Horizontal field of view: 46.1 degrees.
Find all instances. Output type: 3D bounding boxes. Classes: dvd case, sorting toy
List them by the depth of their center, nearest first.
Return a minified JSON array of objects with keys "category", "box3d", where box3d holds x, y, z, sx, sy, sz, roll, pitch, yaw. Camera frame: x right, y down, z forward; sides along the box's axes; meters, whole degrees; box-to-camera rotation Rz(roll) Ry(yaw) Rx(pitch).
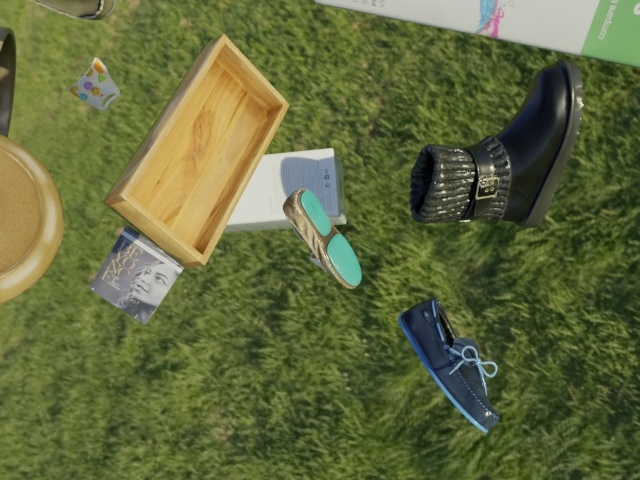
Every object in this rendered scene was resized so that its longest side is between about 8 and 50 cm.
[{"category":"sorting toy","box3d":[-0.416,-0.281,1.396,0.083,0.075,0.045,-43,33,11]},{"category":"dvd case","box3d":[-0.439,0.087,1.795,0.221,0.164,0.018,-51,8,30]}]

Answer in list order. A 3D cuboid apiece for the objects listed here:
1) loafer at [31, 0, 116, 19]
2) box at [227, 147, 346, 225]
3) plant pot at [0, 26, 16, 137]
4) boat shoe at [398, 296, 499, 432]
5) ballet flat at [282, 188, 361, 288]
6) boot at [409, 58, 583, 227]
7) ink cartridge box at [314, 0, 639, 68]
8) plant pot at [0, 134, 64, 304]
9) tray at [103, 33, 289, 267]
[{"category":"loafer","box3d":[-0.415,-0.378,1.059,0.094,0.251,0.087,-60,17,29]},{"category":"box","box3d":[-0.118,-0.119,1.916,0.345,0.215,0.168,-5,85,7]},{"category":"plant pot","box3d":[-0.744,-0.267,1.407,0.323,0.280,0.323,-170,90,-73]},{"category":"boat shoe","box3d":[0.212,0.184,1.207,0.089,0.109,0.258,-39,51,7]},{"category":"ballet flat","box3d":[0.000,0.000,1.343,0.067,0.206,0.073,-16,20,43]},{"category":"boot","box3d":[0.317,-0.174,1.387,0.131,0.260,0.348,-103,21,-62]},{"category":"ink cartridge box","box3d":[0.114,-0.197,0.466,0.212,0.093,0.154,12,43,7]},{"category":"plant pot","box3d":[-0.427,-0.033,0.896,0.032,0.236,0.236,145,137,-60]},{"category":"tray","box3d":[-0.222,-0.174,1.435,0.076,0.203,0.411,-11,46,45]}]
